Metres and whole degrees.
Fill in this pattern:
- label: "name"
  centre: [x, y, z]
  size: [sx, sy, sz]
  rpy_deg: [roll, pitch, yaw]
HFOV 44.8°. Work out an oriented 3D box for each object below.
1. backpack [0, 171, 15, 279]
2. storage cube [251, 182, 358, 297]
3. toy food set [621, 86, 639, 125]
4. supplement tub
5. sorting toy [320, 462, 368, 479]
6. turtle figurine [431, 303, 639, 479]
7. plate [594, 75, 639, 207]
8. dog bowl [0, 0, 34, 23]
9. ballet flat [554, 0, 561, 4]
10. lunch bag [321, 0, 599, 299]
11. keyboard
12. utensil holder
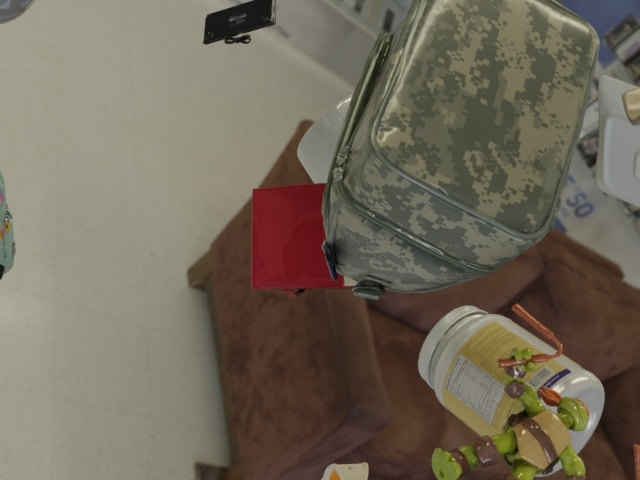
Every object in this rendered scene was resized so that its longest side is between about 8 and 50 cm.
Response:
- label: "backpack"
  centre: [-0.500, -0.031, 1.039]
  size: [0.144, 0.166, 0.188]
  rpy_deg: [27, 59, -80]
- label: "storage cube"
  centre: [0.000, 0.000, 1.452]
  size: [0.184, 0.193, 0.215]
  rpy_deg: [8, 81, -61]
- label: "toy food set"
  centre: [0.472, -0.213, 0.844]
  size: [0.306, 0.220, 0.092]
  rpy_deg: [27, 55, -79]
- label: "supplement tub"
  centre: [0.390, 0.303, 1.625]
  size: [0.241, 0.241, 0.331]
  rpy_deg: [17, 14, -44]
- label: "sorting toy"
  centre: [0.029, 0.394, 1.268]
  size: [0.083, 0.075, 0.045]
  rpy_deg: [16, 53, -47]
- label: "turtle figurine"
  centre: [0.234, 0.226, 0.896]
  size: [0.217, 0.087, 0.269]
  rpy_deg: [-26, 82, -24]
- label: "plate"
  centre: [0.597, -0.130, 1.362]
  size: [0.277, 0.045, 0.278]
  rpy_deg: [33, -24, 37]
- label: "dog bowl"
  centre: [-0.441, -0.446, 0.941]
  size: [0.349, 0.102, 0.348]
  rpy_deg: [44, 36, -45]
- label: "ballet flat"
  centre: [0.260, -0.279, 1.078]
  size: [0.231, 0.077, 0.077]
  rpy_deg: [-23, 102, -30]
- label: "lunch bag"
  centre: [0.126, -0.101, 0.840]
  size: [0.212, 0.256, 0.305]
  rpy_deg: [23, 65, -7]
- label: "keyboard"
  centre: [-0.180, -0.476, 1.723]
  size: [0.023, 0.180, 0.108]
  rpy_deg: [39, 46, -56]
- label: "utensil holder"
  centre: [0.164, -0.144, 1.955]
  size: [0.385, 0.327, 0.327]
  rpy_deg: [55, 30, 15]
